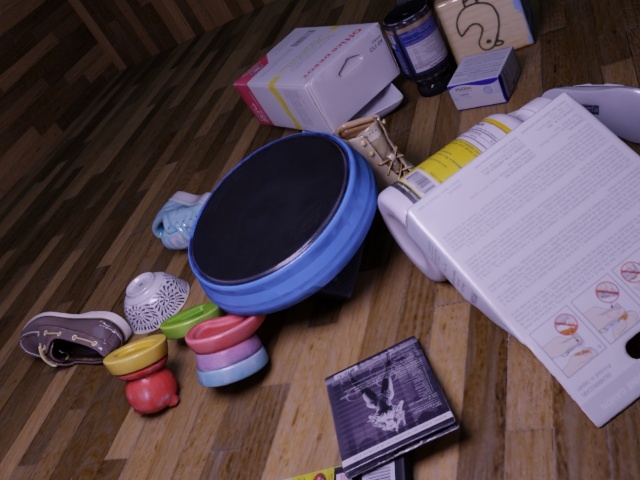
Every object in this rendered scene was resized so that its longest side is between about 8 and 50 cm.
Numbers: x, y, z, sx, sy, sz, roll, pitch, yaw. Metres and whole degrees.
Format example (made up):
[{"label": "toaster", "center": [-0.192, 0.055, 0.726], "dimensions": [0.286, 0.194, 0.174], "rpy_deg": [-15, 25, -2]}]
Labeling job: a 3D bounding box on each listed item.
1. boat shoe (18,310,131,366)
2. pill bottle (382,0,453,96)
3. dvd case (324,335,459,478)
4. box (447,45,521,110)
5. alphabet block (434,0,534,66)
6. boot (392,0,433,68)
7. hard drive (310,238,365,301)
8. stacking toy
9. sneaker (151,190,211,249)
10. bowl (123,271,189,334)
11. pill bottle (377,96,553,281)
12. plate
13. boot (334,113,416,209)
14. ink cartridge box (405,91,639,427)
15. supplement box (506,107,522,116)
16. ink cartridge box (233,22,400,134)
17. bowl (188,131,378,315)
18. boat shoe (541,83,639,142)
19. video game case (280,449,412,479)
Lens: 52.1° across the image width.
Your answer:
[{"label": "boat shoe", "center": [-0.583, 0.234, 1.498], "dimensions": [0.324, 0.117, 0.097], "rpy_deg": [-7, 37, 26]}, {"label": "pill bottle", "center": [0.250, -0.474, 1.632], "dimensions": [0.122, 0.219, 0.123], "rpy_deg": [-22, 34, 16]}, {"label": "dvd case", "center": [0.095, 0.235, 0.961], "dimensions": [0.164, 0.018, 0.221], "rpy_deg": [-26, 22, 4]}, {"label": "box", "center": [0.383, -0.377, 1.525], "dimensions": [0.126, 0.072, 0.137], "rpy_deg": [-2, 42, 38]}, {"label": "alphabet block", "center": [0.420, -0.587, 1.669], "dimensions": [0.197, 0.192, 0.194], "rpy_deg": [-15, 34, 27]}, {"label": "boot", "center": [0.270, -0.634, 1.731], "dimensions": [0.118, 0.338, 0.223], "rpy_deg": [12, 55, 13]}, {"label": "hard drive", "center": [0.000, 0.000, 1.272], "dimensions": [0.171, 0.054, 0.255], "rpy_deg": [8, 56, 5]}, {"label": "stacking toy", "center": [-0.216, 0.215, 1.259], "dimensions": [0.308, 0.131, 0.279], "rpy_deg": [-15, 10, 21]}, {"label": "sneaker", "center": [-0.306, -0.026, 1.610], "dimensions": [0.150, 0.135, 0.365], "rpy_deg": [-53, 28, -17]}, {"label": "bowl", "center": [-0.395, 0.126, 1.509], "dimensions": [0.170, 0.080, 0.170], "rpy_deg": [-23, 33, 16]}, {"label": "pill bottle", "center": [0.280, -0.094, 1.123], "dimensions": [0.333, 0.188, 0.188], "rpy_deg": [-35, 32, -5]}, {"label": "plate", "center": [0.077, -0.352, 1.781], "dimensions": [0.277, 0.045, 0.277], "rpy_deg": [-28, 32, 7]}, {"label": "boot", "center": [0.151, -0.144, 1.284], "dimensions": [0.095, 0.204, 0.261], "rpy_deg": [-44, 33, -19]}, {"label": "ink cartridge box", "center": [0.356, 0.017, 0.921], "dimensions": [0.308, 0.091, 0.385], "rpy_deg": [-36, 69, -6]}, {"label": "supplement box", "center": [0.423, -0.243, 1.342], "dimensions": [0.098, 0.036, 0.062], "rpy_deg": [-20, 34, 20]}, {"label": "ink cartridge box", "center": [-0.017, -0.447, 1.799], "dimensions": [0.279, 0.160, 0.384], "rpy_deg": [-45, 33, -17]}, {"label": "bowl", "center": [-0.083, -0.046, 1.218], "dimensions": [0.390, 0.077, 0.391], "rpy_deg": [-22, 43, 22]}, {"label": "boat shoe", "center": [0.538, -0.241, 1.197], "dimensions": [0.088, 0.096, 0.267], "rpy_deg": [-25, 26, -31]}, {"label": "video game case", "center": [0.002, 0.415, 0.818], "dimensions": [0.248, 0.035, 0.275], "rpy_deg": [-20, 35, 18]}]
